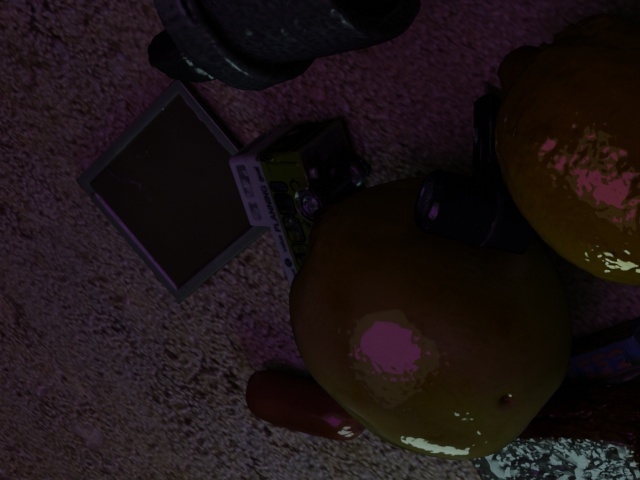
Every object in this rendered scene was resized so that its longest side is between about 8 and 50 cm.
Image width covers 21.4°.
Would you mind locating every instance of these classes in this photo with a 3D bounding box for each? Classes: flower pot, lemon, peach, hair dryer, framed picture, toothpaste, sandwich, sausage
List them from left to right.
[{"bbox_3d":[-0.189,-0.064,2.293,0.231,0.018,0.293,50,135,-2],"label":"framed picture"},{"bbox_3d":[-0.057,-0.321,1.864,0.283,0.299,0.299,-12,110,36],"label":"flower pot"},{"bbox_3d":[-0.021,0.226,2.322,0.194,0.077,0.077,13,125,33],"label":"sausage"},{"bbox_3d":[0.122,0.091,1.954,0.316,0.314,0.281,20,140,-12],"label":"peach"},{"bbox_3d":[0.175,-0.091,1.878,0.124,0.219,0.071,15,145,-12],"label":"hair dryer"},{"bbox_3d":[0.312,0.149,2.019,0.193,0.070,0.044,-25,103,44],"label":"toothpaste"},{"bbox_3d":[0.332,0.303,2.043,0.271,0.099,0.301,-9,127,40],"label":"sandwich"},{"bbox_3d":[0.310,-0.092,1.745,0.320,0.245,0.245,43,135,14],"label":"lemon"}]

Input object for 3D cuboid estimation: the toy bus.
[{"bbox_3d":[0.000,0.000,2.134,0.139,0.113,0.301,3,121,40],"label":"toy bus"}]
